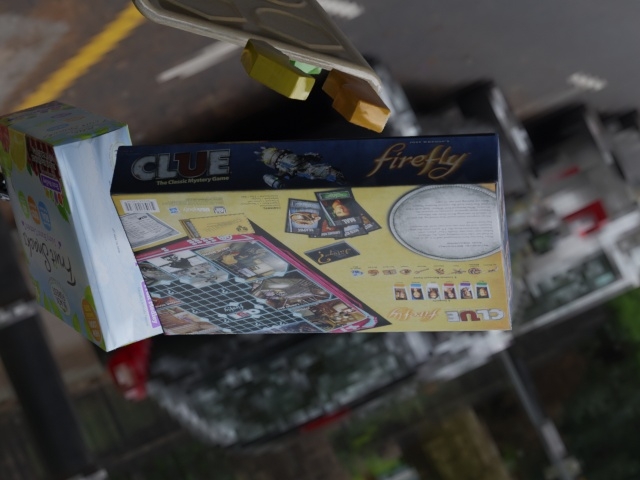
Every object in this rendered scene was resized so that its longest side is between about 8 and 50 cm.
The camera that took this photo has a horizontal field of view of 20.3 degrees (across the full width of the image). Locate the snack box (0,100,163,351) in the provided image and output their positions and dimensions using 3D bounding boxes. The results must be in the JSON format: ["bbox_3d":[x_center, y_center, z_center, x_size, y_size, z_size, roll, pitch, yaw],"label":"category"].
[{"bbox_3d":[-0.199,-0.017,1.478,0.070,0.174,0.207,-18,-163,-20],"label":"snack box"}]

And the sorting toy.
[{"bbox_3d":[-0.063,-0.168,1.421,0.229,0.307,0.041,18,111,-26],"label":"sorting toy"}]

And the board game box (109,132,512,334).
[{"bbox_3d":[0.000,0.000,1.171,0.243,0.042,0.165,-1,143,9],"label":"board game box"}]

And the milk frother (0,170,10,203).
[{"bbox_3d":[-0.356,-0.016,1.606,0.135,0.129,0.143,-38,142,24],"label":"milk frother"}]
